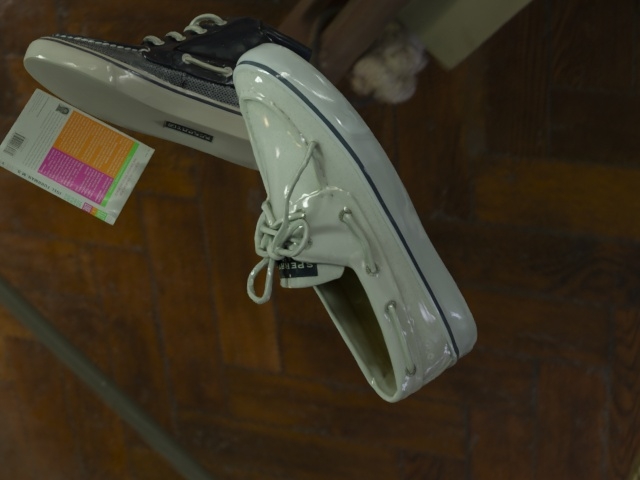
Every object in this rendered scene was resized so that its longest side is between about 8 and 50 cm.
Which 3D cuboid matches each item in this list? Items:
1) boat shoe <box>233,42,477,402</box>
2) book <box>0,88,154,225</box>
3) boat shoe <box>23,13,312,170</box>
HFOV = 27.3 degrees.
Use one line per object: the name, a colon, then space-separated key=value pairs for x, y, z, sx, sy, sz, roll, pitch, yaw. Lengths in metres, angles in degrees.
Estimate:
boat shoe: x=-0.004 y=0.001 z=1.242 sx=0.136 sy=0.156 sz=0.367 roll=2 pitch=127 yaw=59
book: x=-0.266 y=-0.090 z=1.425 sx=0.144 sy=0.096 sz=0.035 roll=29 pitch=150 yaw=-8
boat shoe: x=-0.172 y=-0.211 z=1.586 sx=0.341 sy=0.158 sz=0.127 roll=21 pitch=162 yaw=-13
